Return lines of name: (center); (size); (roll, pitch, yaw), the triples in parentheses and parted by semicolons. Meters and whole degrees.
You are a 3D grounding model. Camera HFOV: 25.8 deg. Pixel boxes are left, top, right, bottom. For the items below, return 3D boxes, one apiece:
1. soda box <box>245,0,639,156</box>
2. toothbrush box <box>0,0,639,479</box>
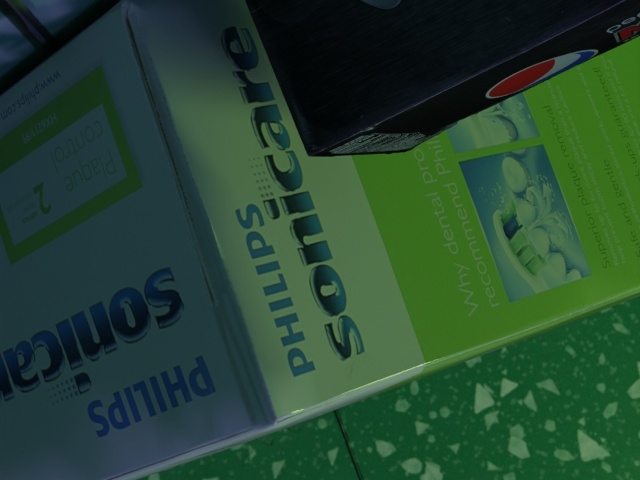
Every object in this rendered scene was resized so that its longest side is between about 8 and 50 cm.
soda box: (0.064, -0.077, 0.315); (0.169, 0.060, 0.053); (-24, 174, 30)
toothbrush box: (0.000, 0.000, 0.508); (0.283, 0.122, 0.206); (-16, 173, -45)
